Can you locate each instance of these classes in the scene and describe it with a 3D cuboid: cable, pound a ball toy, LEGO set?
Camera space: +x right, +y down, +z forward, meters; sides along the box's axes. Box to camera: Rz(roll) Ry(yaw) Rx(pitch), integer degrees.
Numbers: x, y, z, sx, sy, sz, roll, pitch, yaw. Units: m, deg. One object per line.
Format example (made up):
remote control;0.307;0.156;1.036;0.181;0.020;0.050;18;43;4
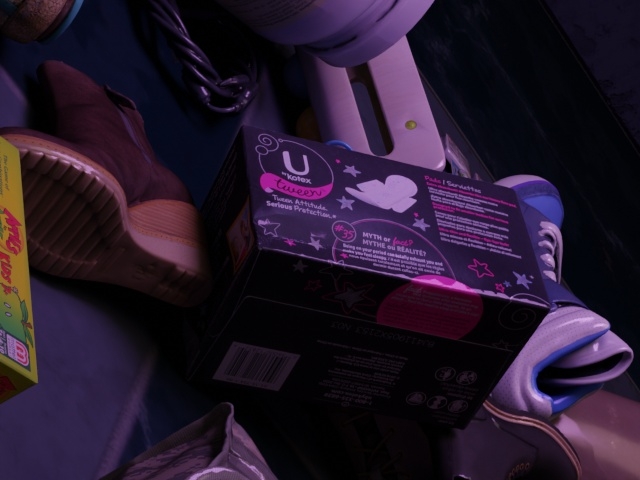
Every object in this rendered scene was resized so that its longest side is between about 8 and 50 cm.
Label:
cable;-0.115;-0.186;1.677;0.150;0.047;0.184;49;18;-7
pound a ball toy;0.051;-0.083;1.847;0.208;0.136;0.319;76;-1;-55
LEGO set;0.198;-0.021;2.214;0.182;0.060;0.244;51;13;-14

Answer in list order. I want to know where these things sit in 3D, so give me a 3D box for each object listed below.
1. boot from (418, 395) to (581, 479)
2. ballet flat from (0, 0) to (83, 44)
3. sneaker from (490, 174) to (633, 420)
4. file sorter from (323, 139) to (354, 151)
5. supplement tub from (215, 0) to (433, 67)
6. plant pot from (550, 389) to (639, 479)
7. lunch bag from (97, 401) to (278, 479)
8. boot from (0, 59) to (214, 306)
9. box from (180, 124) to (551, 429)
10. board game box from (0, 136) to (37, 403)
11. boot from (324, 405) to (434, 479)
boot;0.153;0.205;1.503;0.198;0.077;0.137;30;31;-28
ballet flat;-0.234;-0.285;1.428;0.123;0.123;0.348;48;23;-30
sneaker;0.213;0.067;1.689;0.323;0.236;0.130;-40;135;-38
file sorter;0.000;0.000;1.591;0.118;0.104;0.170;55;18;-17
supplement tub;-0.048;-0.333;1.678;0.325;0.235;0.235;35;31;-31
plant pot;0.261;0.245;1.738;0.229;0.263;0.263;32;30;-21
lunch bag;-0.055;0.243;0.971;0.235;0.169;0.287;58;3;-6
boot;-0.187;-0.062;1.311;0.248;0.090;0.207;35;20;-47
box;0.028;0.033;1.401;0.247;0.163;0.142;13;42;-21
board game box;-0.222;0.024;1.055;0.043;0.092;0.181;39;29;-44
boot;0.049;0.187;1.509;0.213;0.077;0.165;53;23;-28
